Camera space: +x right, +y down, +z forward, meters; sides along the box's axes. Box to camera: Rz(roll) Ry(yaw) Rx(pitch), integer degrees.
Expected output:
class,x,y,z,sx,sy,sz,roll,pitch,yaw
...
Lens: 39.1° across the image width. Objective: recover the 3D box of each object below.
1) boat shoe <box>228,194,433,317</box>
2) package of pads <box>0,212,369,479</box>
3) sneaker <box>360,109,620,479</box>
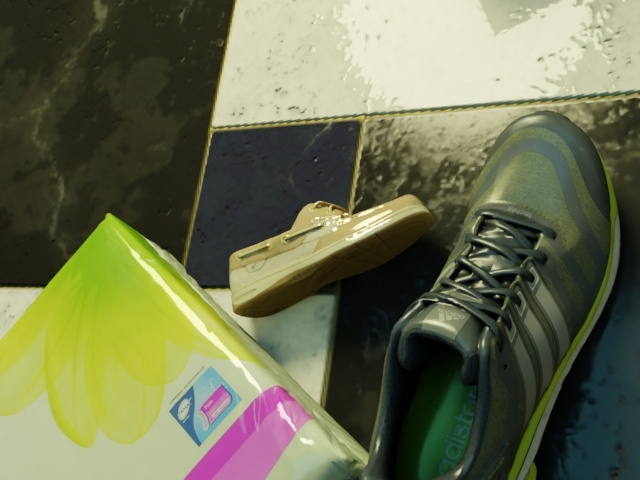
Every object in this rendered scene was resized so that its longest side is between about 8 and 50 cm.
class,x,y,z,sx,sy,sz,roll,pitch,yaw
boat shoe,0.000,0.000,0.675,0.170,0.063,0.059,-26,66,17
package of pads,-0.132,0.155,0.657,0.229,0.101,0.296,-49,56,0
sneaker,0.108,0.049,0.564,0.111,0.121,0.300,10,75,30
